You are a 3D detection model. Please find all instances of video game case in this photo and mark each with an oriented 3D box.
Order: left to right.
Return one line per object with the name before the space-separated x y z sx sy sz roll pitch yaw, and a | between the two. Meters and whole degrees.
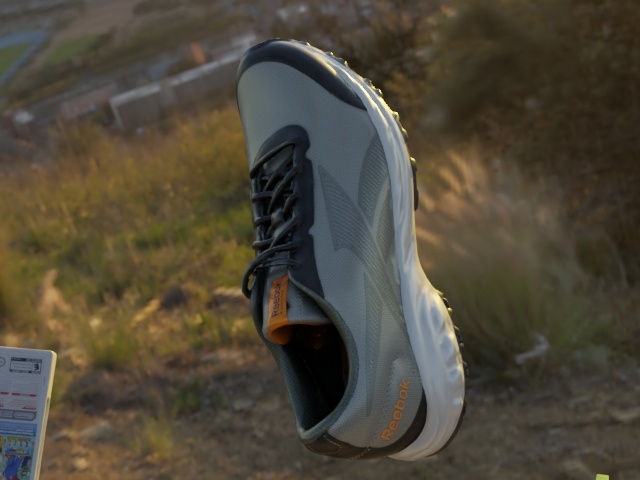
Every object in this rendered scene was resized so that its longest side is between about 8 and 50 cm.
video game case | -0.230 0.132 0.905 0.087 0.122 0.011 4 -13 9

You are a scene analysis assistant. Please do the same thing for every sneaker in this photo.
sneaker | 0.000 0.000 0.788 0.108 0.272 0.100 -2 -23 -42

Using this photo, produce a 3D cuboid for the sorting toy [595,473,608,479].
sorting toy | 0.103 0.125 0.500 0.062 0.012 0.083 -20 41 61
